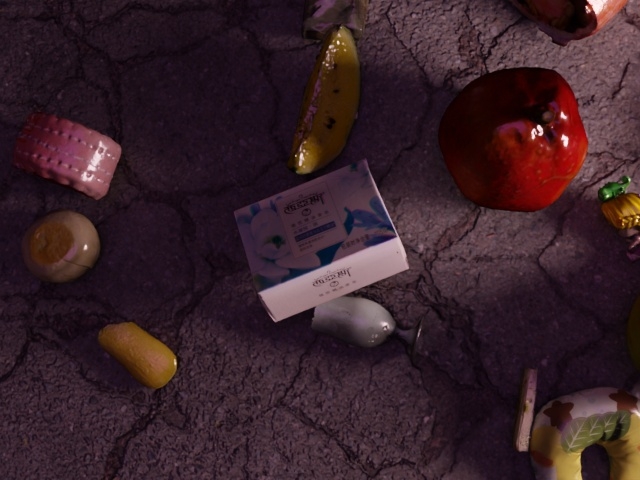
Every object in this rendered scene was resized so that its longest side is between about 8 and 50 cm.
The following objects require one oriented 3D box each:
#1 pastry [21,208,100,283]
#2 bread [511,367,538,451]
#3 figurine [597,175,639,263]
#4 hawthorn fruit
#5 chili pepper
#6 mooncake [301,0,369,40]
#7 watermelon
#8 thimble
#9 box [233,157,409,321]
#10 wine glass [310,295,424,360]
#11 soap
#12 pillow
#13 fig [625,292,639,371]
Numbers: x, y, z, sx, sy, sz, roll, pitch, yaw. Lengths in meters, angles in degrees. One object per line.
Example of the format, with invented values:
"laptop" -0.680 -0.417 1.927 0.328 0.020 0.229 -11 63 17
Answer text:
"pastry" -0.519 0.010 1.728 0.157 0.092 0.156 -1 74 4
"bread" 0.373 0.307 1.589 0.028 0.068 0.153 10 83 6
"figurine" 0.589 -0.050 1.605 0.115 0.095 0.156 -30 83 13
"hawthorn fruit" 0.347 -0.187 1.550 0.265 0.307 0.265 0 84 0
"chili pepper" 0.509 -0.553 1.629 0.305 0.229 0.251 -42 63 0
"mooncake" 0.031 -0.458 1.743 0.130 0.073 0.125 9 86 9
"watermelon" 0.007 -0.266 1.688 0.123 0.129 0.301 15 89 11
"thimble" -0.495 -0.165 1.714 0.190 0.163 0.125 21 83 3
"box" -0.001 -0.001 1.620 0.274 0.116 0.203 -21 52 3
"wine glass" 0.086 0.157 1.633 0.202 0.093 0.092 13 83 8
"soap" -0.356 0.218 1.705 0.168 0.033 0.089 41 86 11
"pillow" 0.495 0.372 1.566 0.234 0.086 0.214 -9 91 3
"fig" 0.686 0.122 1.496 0.258 0.258 0.326 33 73 10
